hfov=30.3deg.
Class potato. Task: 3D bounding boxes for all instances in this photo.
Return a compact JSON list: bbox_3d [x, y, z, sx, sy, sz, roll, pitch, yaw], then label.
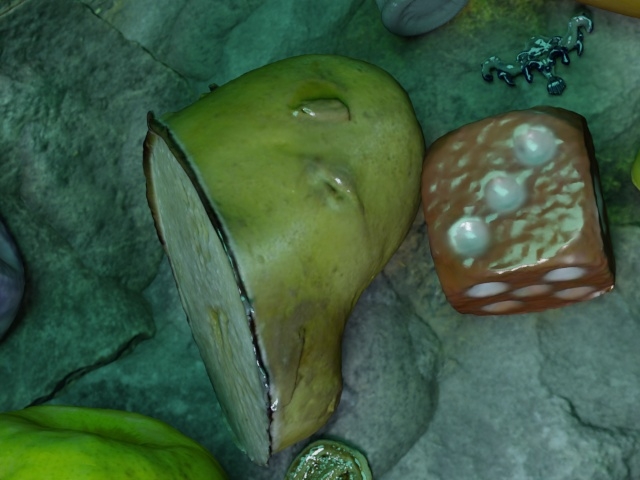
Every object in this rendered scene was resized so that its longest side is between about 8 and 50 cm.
[{"bbox_3d":[0.000,0.000,1.256,0.296,0.290,0.397,-21,87,-18],"label":"potato"}]

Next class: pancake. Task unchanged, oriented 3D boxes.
[{"bbox_3d":[0.006,0.267,1.281,0.108,0.017,0.108,-4,75,14],"label":"pancake"}]

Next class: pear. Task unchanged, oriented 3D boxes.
[{"bbox_3d":[-0.253,0.354,1.157,0.391,0.391,0.391,-5,72,17],"label":"pear"}]

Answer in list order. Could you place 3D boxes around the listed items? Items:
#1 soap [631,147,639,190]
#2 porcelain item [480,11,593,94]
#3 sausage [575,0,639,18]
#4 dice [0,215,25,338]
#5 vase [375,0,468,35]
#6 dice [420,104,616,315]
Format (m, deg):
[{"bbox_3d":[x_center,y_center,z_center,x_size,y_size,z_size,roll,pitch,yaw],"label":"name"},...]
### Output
[{"bbox_3d":[0.388,-0.101,1.248,0.089,0.045,0.140,24,82,21],"label":"soap"},{"bbox_3d":[0.255,-0.197,1.336,0.136,0.021,0.075,-26,72,10],"label":"porcelain item"},{"bbox_3d":[0.289,-0.320,1.302,0.354,0.134,0.116,19,118,22],"label":"sausage"},{"bbox_3d":[-0.537,0.022,1.398,0.270,0.270,0.271,-36,66,4],"label":"dice"},{"bbox_3d":[0.073,-0.393,1.398,0.143,0.143,0.299,-27,71,9],"label":"vase"},{"bbox_3d":[0.203,-0.026,1.219,0.179,0.175,0.174,-11,71,19],"label":"dice"}]
